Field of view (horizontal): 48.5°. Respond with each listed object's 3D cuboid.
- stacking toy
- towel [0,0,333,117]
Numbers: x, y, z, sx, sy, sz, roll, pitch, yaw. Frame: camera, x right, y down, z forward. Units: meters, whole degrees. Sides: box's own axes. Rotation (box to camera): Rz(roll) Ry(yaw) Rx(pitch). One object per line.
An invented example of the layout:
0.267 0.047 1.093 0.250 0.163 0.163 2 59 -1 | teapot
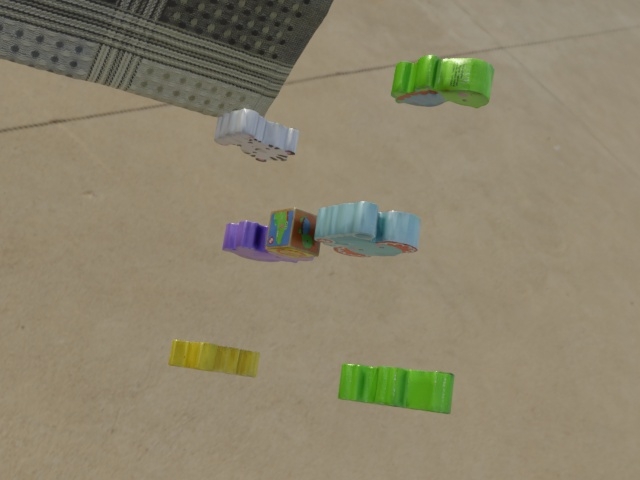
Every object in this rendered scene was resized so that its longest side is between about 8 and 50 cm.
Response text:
0.000 0.000 0.398 0.052 0.221 0.167 18 75 -39 | stacking toy
-0.128 -0.254 0.626 0.324 0.312 0.056 11 44 -33 | towel
